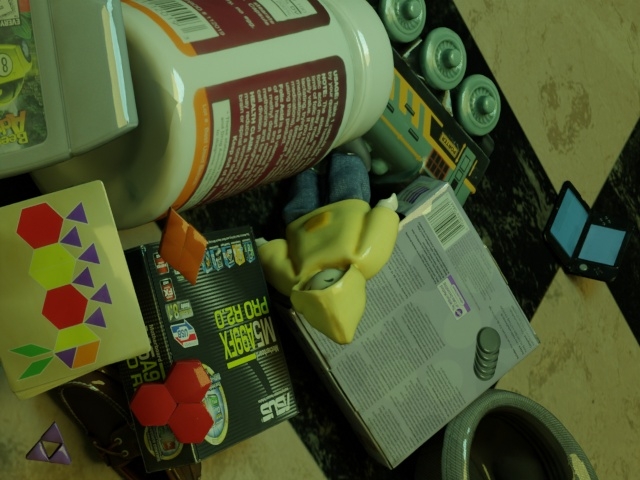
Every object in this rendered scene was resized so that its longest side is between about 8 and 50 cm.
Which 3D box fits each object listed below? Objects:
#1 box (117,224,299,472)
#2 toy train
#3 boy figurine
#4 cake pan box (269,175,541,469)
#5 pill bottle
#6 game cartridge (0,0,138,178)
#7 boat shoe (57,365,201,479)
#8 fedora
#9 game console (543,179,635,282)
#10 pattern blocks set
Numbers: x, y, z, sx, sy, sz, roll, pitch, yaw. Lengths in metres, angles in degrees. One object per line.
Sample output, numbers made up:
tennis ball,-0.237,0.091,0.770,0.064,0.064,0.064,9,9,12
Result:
box,-0.120,0.103,1.765,0.270,0.060,0.216,-12,87,-68
toy train,0.091,-0.173,2.098,0.334,0.142,0.190,46,59,-34
boy figurine,0.000,0.000,1.902,0.285,0.177,0.092,-88,160,-48
cake pan box,0.100,0.092,2.017,0.246,0.070,0.267,-40,115,-17
pill bottle,-0.107,-0.156,1.771,0.392,0.224,0.224,-20,98,-52
game cartridge,-0.314,-0.147,1.508,0.060,0.294,0.196,-158,-121,-85
boat shoe,-0.189,0.196,1.721,0.207,0.073,0.073,45,48,-35
fedora,0.216,0.316,2.147,0.275,0.124,0.243,36,53,-30
game console,0.384,-0.013,2.468,0.071,0.107,0.122,81,29,-48
pattern blocks set,-0.242,0.047,1.580,0.285,0.026,0.325,-8,101,-8
